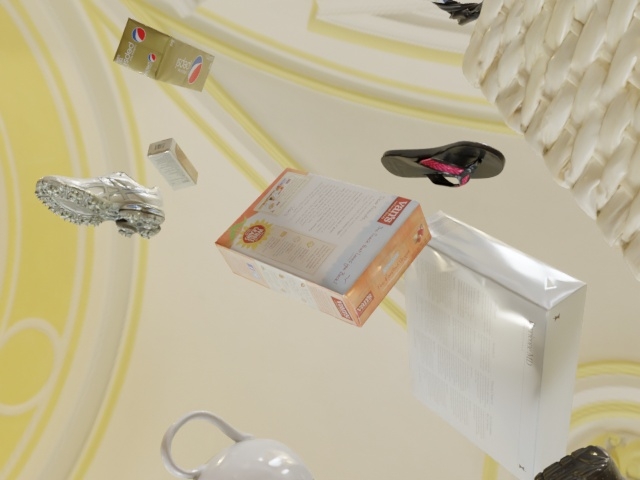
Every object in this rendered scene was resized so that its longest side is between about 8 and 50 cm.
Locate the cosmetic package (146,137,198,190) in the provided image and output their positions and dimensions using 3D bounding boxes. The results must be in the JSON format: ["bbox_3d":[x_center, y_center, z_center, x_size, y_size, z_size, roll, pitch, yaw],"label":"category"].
[{"bbox_3d":[-0.317,-0.163,1.491,0.060,0.115,0.041,-11,-130,16],"label":"cosmetic package"}]

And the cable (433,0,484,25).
[{"bbox_3d":[0.266,-0.483,1.307,0.047,0.150,0.184,-45,-165,-10],"label":"cable"}]

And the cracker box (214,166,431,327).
[{"bbox_3d":[0.000,0.000,0.871,0.232,0.067,0.156,19,-122,41],"label":"cracker box"}]

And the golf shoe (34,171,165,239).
[{"bbox_3d":[-0.301,-0.063,0.958,0.069,0.176,0.086,-43,-141,40],"label":"golf shoe"}]

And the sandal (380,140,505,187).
[{"bbox_3d":[0.153,-0.090,0.888,0.179,0.067,0.040,1,-124,40],"label":"sandal"}]

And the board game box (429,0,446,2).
[{"bbox_3d":[0.163,-0.434,1.141,0.020,0.090,0.090,-47,-150,1],"label":"board game box"}]

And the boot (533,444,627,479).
[{"bbox_3d":[0.294,0.435,0.890,0.338,0.118,0.223,-38,-92,28],"label":"boot"}]

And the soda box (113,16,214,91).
[{"bbox_3d":[-0.201,-0.240,0.913,0.061,0.181,0.058,24,-79,4],"label":"soda box"}]

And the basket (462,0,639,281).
[{"bbox_3d":[0.305,-0.159,0.434,0.266,0.331,0.328,-12,-128,-22],"label":"basket"}]

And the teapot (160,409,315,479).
[{"bbox_3d":[-0.124,0.408,0.983,0.256,0.187,0.253,27,-69,47],"label":"teapot"}]

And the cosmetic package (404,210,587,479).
[{"bbox_3d":[0.267,0.175,1.119,0.097,0.377,0.284,-26,-142,-25],"label":"cosmetic package"}]
